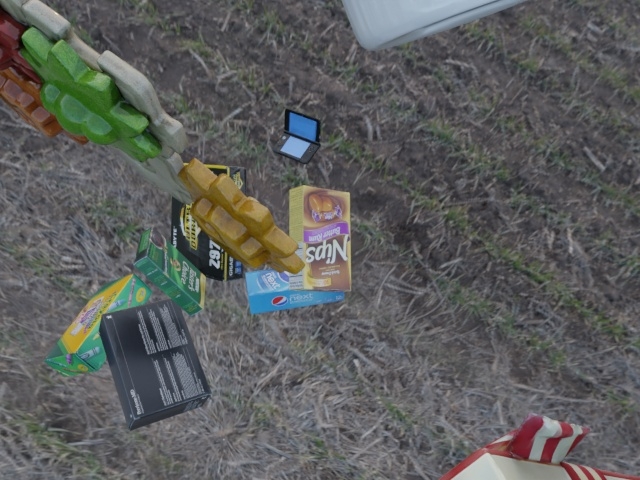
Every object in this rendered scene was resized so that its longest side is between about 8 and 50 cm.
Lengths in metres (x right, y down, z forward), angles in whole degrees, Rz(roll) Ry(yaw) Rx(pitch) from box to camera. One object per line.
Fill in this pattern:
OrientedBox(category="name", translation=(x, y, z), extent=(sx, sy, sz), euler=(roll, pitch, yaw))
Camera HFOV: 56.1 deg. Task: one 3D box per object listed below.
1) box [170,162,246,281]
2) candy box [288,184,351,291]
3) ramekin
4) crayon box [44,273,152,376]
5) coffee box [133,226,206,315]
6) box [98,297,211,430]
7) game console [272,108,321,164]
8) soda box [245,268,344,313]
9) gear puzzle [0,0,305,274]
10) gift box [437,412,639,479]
OrientedBox(category="box", translation=(-0.330, -0.059, 1.739), extent=(0.079, 0.257, 0.322), euler=(-7, 103, -51))
OrientedBox(category="candy box", translation=(0.000, 0.000, 1.096), extent=(0.109, 0.053, 0.187), euler=(5, 81, -36))
OrientedBox(category="ramekin", translation=(0.144, -0.311, 0.659), extent=(0.277, 0.277, 0.135), euler=(-21, 103, -15))
OrientedBox(category="crayon box", translation=(-0.594, 0.228, 1.621), extent=(0.081, 0.165, 0.278), euler=(51, 43, -26))
OrientedBox(category="coffee box", translation=(-0.321, 0.067, 1.300), extent=(0.040, 0.184, 0.113), euler=(-30, 34, 14))
OrientedBox(category="box", translation=(-0.395, 0.285, 1.418), extent=(0.184, 0.103, 0.261), euler=(-10, 64, -33))
OrientedBox(category="game console", translation=(-0.065, -0.278, 1.606), extent=(0.122, 0.071, 0.107), euler=(25, 72, 28))
OrientedBox(category="soda box", translation=(-0.056, 0.101, 1.317), extent=(0.210, 0.071, 0.067), euler=(-9, 49, -7))
OrientedBox(category="gear puzzle", translation=(-0.150, -0.075, 0.358), extent=(0.339, 0.175, 0.044), euler=(36, 74, 7))
OrientedBox(category="gift box", translation=(0.112, 0.259, 0.330), extent=(0.255, 0.276, 0.258), euler=(-44, 43, 17))
